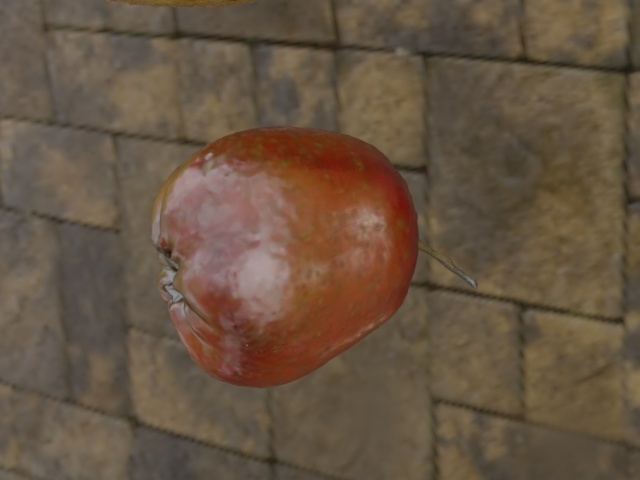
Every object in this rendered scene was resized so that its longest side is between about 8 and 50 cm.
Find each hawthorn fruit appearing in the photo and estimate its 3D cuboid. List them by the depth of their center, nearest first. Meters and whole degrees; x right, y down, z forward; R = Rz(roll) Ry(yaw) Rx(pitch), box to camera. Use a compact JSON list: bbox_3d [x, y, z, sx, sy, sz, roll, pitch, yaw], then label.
[{"bbox_3d":[0.000,0.000,1.161,0.162,0.203,0.163,165,90,-73],"label":"hawthorn fruit"}]

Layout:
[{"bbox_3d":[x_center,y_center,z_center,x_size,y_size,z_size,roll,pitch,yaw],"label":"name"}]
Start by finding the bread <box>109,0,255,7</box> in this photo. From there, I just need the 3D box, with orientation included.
[{"bbox_3d":[-0.134,-0.281,1.236,0.394,0.361,0.250,-109,34,-71],"label":"bread"}]
